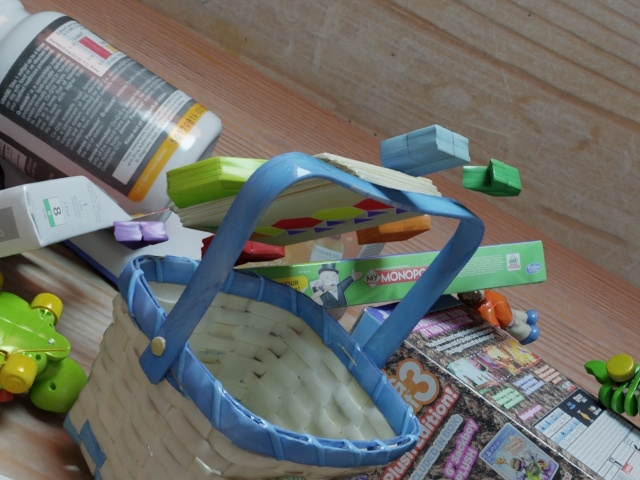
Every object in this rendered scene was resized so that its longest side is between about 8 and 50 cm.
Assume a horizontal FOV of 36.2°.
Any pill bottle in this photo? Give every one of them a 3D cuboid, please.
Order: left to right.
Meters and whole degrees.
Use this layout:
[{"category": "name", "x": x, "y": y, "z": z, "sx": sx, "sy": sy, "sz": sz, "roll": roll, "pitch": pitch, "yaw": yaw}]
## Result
[{"category": "pill bottle", "x": -0.254, "y": -0.132, "z": 1.000, "sx": 0.278, "sy": 0.162, "sz": 0.162, "roll": 34, "pitch": 15, "yaw": -4}]

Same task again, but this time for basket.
[{"category": "basket", "x": -0.022, "y": 0.078, "z": 0.705, "sx": 0.254, "sy": 0.289, "sz": 0.201, "roll": 11, "pitch": 25, "yaw": -50}]

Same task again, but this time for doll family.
[{"category": "doll family", "x": 0.205, "y": 0.165, "z": 1.242, "sx": 0.163, "sy": 0.118, "sz": 0.263, "roll": 28, "pitch": 32, "yaw": -30}]

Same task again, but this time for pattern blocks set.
[{"category": "pattern blocks set", "x": -0.011, "y": -0.028, "z": 0.774, "sx": 0.324, "sy": 0.026, "sz": 0.285, "roll": -10, "pitch": -13, "yaw": 24}]

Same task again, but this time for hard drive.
[{"category": "hard drive", "x": -0.268, "y": -0.050, "z": 1.133, "sx": 0.318, "sy": 0.040, "sz": 0.210, "roll": 35, "pitch": 16, "yaw": 18}]

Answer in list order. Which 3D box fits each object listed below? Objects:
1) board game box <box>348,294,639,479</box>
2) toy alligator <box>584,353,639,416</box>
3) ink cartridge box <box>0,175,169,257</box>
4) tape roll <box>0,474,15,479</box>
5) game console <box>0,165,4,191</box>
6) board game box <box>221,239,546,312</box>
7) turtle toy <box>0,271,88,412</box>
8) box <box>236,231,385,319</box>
[{"category": "board game box", "x": 0.164, "y": 0.194, "z": 0.961, "sx": 0.291, "sy": 0.141, "sz": 0.232, "roll": 36, "pitch": 16, "yaw": 21}, {"category": "toy alligator", "x": 0.340, "y": 0.156, "z": 0.961, "sx": 0.189, "sy": 0.051, "sz": 0.056, "roll": 9, "pitch": -37, "yaw": 42}, {"category": "ink cartridge box", "x": -0.256, "y": -0.016, "z": 0.829, "sx": 0.181, "sy": 0.056, "sz": 0.224, "roll": -12, "pitch": 7, "yaw": 18}, {"category": "tape roll", "x": -0.156, "y": 0.215, "z": 0.386, "sx": 0.286, "sy": 0.100, "sz": 0.286, "roll": 28, "pitch": 16, "yaw": -9}, {"category": "game console", "x": -0.439, "y": -0.106, "z": 0.859, "sx": 0.361, "sy": 0.044, "sz": 0.213, "roll": 35, "pitch": 43, "yaw": -36}, {"category": "board game box", "x": 0.039, "y": 0.039, "z": 1.010, "sx": 0.317, "sy": 0.046, "sz": 0.213, "roll": -5, "pitch": -2, "yaw": -27}, {"category": "turtle toy", "x": -0.230, "y": 0.084, "z": 0.727, "sx": 0.130, "sy": 0.066, "sz": 0.095, "roll": 28, "pitch": 33, "yaw": -15}, {"category": "box", "x": 0.000, "y": 0.000, "z": 1.221, "sx": 0.130, "sy": 0.170, "sz": 0.091, "roll": 34, "pitch": 16, "yaw": 17}]
